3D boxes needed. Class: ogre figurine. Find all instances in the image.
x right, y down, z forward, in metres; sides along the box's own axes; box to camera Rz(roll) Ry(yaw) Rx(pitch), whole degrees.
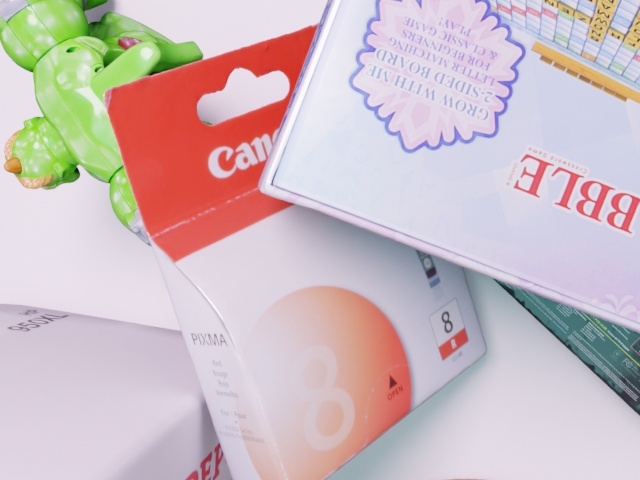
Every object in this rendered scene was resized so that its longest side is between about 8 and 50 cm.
[{"bbox_3d":[-0.092,-0.063,0.447,0.096,0.118,0.197,-16,91,12],"label":"ogre figurine"}]

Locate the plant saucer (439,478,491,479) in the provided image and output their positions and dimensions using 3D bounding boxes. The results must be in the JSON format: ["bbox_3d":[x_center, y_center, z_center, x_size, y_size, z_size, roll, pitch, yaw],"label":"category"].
[{"bbox_3d":[0.080,0.225,0.481,0.199,0.037,0.200,1,94,10],"label":"plant saucer"}]

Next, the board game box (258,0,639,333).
[{"bbox_3d":[0.177,-0.112,0.369,0.318,0.066,0.318,21,93,-6],"label":"board game box"}]

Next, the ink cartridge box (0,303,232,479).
[{"bbox_3d":[-0.149,0.247,0.399,0.166,0.285,0.395,6,96,9],"label":"ink cartridge box"}]

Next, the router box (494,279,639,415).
[{"bbox_3d":[0.152,0.019,0.449,0.122,0.038,0.092,44,101,4],"label":"router box"}]

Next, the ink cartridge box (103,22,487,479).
[{"bbox_3d":[0.000,0.000,0.413,0.045,0.145,0.179,0,111,46],"label":"ink cartridge box"}]
